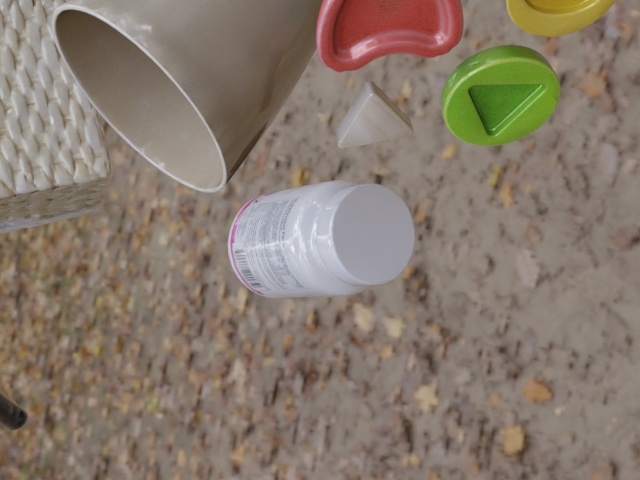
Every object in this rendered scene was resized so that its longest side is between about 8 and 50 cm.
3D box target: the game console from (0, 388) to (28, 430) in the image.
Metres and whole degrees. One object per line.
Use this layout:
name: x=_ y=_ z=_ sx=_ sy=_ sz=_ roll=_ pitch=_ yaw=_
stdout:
game console: x=-0.535 y=0.078 z=1.513 sx=0.060 sy=0.342 sz=0.386 roll=-54 pitch=-20 yaw=-14

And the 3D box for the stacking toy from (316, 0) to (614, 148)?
stacking toy: x=0.136 y=-0.240 z=1.335 sx=0.280 sy=0.308 sz=0.130 roll=98 pitch=165 yaw=-49

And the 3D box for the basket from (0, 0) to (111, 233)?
basket: x=-0.515 y=-0.184 z=1.920 sx=0.266 sy=0.328 sz=0.331 roll=157 pitch=100 yaw=-72

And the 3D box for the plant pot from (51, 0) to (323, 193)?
plant pot: x=-0.107 y=-0.237 z=1.376 sx=0.274 sy=0.256 sz=0.256 roll=-46 pitch=19 yaw=-21

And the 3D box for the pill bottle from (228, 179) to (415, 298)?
pill bottle: x=0.000 y=0.000 z=1.753 sx=0.283 sy=0.160 sz=0.160 roll=-6 pitch=72 yaw=59
